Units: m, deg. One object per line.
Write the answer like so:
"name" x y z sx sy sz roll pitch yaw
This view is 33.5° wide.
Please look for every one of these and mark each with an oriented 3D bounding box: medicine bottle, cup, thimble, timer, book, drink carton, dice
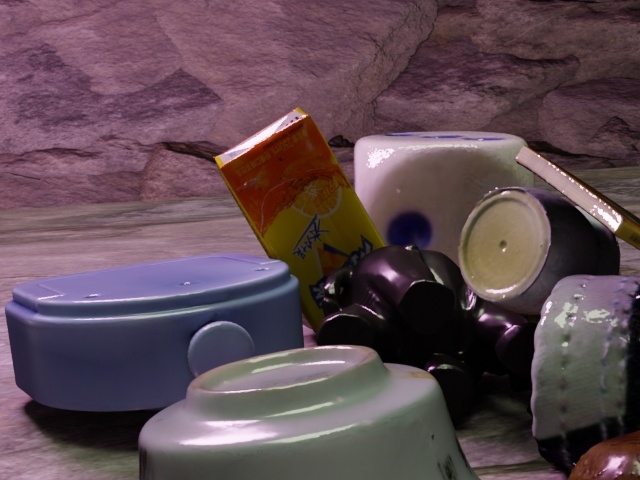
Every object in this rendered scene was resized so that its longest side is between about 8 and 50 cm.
"medicine bottle" 0.259 0.017 1.261 0.143 0.147 0.147 15 -3 -40
"cup" -0.021 0.190 0.939 0.347 0.163 0.347 -10 4 1
"thimble" 0.323 0.141 1.138 0.150 0.238 0.237 4 12 29
"timer" -0.196 0.130 1.379 0.394 0.173 0.395 -4 7 0
"book" 0.402 0.026 1.158 0.373 0.028 0.262 29 11 -20
"drink carton" 0.000 0.000 1.529 0.154 0.351 0.111 -31 15 0
"dice" 0.211 -0.035 1.887 0.304 0.304 0.277 -1 10 1

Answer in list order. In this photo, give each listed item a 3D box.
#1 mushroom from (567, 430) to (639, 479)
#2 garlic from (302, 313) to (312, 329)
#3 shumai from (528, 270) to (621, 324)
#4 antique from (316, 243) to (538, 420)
"mushroom" 0.328 0.221 0.942 0.231 0.138 0.194 -1 10 1
"garlic" 0.030 0.089 1.717 0.229 0.178 0.143 27 -37 -8
"shumai" 0.348 0.114 1.631 0.272 0.204 0.222 -36 -13 32
"antique" 0.157 0.111 1.389 0.322 0.185 0.255 24 8 -2
